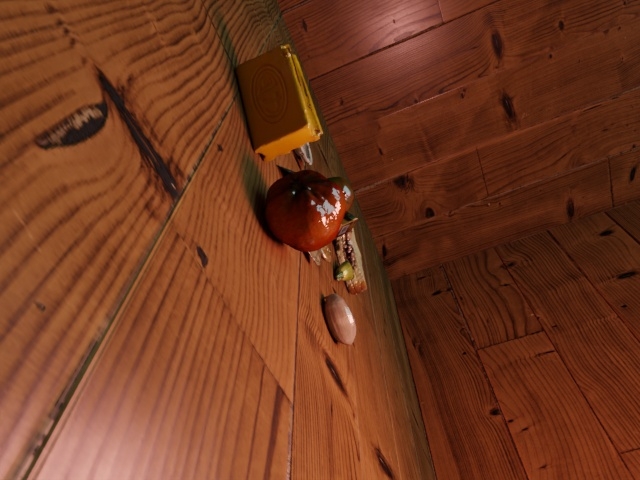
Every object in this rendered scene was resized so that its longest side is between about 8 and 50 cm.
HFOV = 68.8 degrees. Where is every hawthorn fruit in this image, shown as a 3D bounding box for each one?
[{"bbox_3d":[-0.036,-0.064,1.287,0.261,0.223,0.224,77,2,-53],"label":"hawthorn fruit"}]

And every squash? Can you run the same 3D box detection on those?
[{"bbox_3d":[0.104,0.136,1.961,0.200,0.075,0.090,-22,118,-78],"label":"squash"}]

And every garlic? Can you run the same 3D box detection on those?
[{"bbox_3d":[0.073,0.278,1.557,0.198,0.090,0.128,64,0,-10],"label":"garlic"}]

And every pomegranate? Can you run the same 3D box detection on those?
[{"bbox_3d":[0.051,-0.196,2.104,0.209,0.179,0.180,8,-56,61],"label":"pomegranate"}]

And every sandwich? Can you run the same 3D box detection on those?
[{"bbox_3d":[0.130,0.069,2.140,0.289,0.099,0.254,-93,167,-55],"label":"sandwich"}]

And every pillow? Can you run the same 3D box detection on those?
[{"bbox_3d":[-0.051,-0.018,1.540,0.218,0.033,0.130,52,26,-39],"label":"pillow"}]

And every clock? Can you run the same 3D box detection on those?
[{"bbox_3d":[-0.095,-0.432,2.011,0.236,0.053,0.237,-17,90,-78],"label":"clock"}]

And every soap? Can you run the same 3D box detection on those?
[{"bbox_3d":[-0.134,-0.427,1.433,0.096,0.204,0.325,36,36,-66],"label":"soap"}]

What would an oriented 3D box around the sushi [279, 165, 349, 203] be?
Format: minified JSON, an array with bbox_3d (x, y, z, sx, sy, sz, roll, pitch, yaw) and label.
[{"bbox_3d":[-0.028,-0.181,1.704,0.263,0.050,0.290,31,8,10],"label":"sushi"}]

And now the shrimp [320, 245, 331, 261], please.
[{"bbox_3d":[-0.001,0.001,1.729,0.217,0.051,0.115,-104,167,-50],"label":"shrimp"}]

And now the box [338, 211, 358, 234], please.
[{"bbox_3d":[0.036,-0.085,1.748,0.159,0.071,0.240,31,16,11],"label":"box"}]
